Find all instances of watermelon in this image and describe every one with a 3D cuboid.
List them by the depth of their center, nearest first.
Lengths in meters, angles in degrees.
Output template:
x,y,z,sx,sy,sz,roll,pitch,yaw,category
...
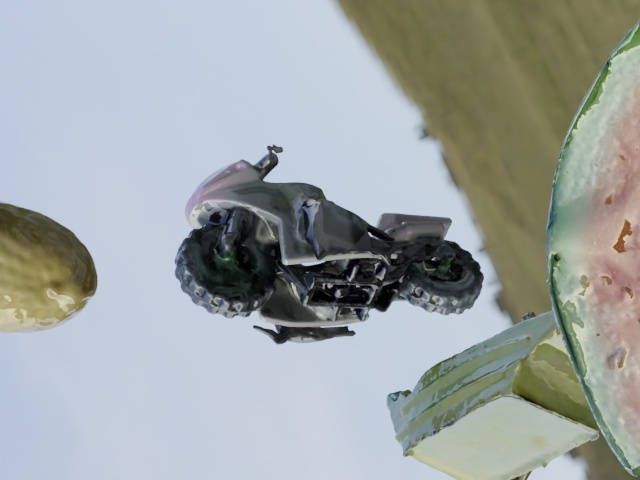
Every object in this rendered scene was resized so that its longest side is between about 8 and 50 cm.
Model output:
x,y,z,sx,sy,sz,roll,pitch,yaw,category
0.246,0.011,1.306,0.292,0.222,0.319,57,171,9,watermelon

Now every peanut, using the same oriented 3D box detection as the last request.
x,y,z,sx,sy,sz,roll,pitch,yaw,category
-0.363,0.002,1.792,0.318,0.147,0.147,14,-146,-9,peanut

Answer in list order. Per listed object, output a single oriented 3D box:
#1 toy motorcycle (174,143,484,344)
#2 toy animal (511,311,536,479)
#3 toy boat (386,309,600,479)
x,y,z,sx,sy,sz,roll,pitch,yaw,category
0.000,0.000,1.913,0.327,0.143,0.188,1,-137,-25,toy motorcycle
0.201,0.183,1.898,0.086,0.069,0.220,-12,-62,-77,toy animal
0.141,0.136,1.542,0.111,0.276,0.084,25,-117,-20,toy boat
